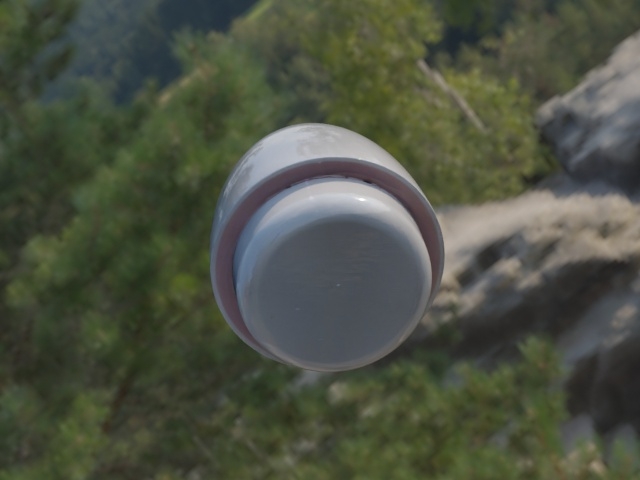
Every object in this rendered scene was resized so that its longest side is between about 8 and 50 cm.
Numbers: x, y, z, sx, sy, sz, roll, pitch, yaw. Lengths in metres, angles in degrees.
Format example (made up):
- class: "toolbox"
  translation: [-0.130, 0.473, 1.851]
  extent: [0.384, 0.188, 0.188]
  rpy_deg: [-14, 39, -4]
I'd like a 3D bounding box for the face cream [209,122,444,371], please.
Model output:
- class: "face cream"
  translation: [0.000, 0.000, 0.637]
  extent: [0.091, 0.091, 0.095]
  rpy_deg: [-36, 25, 9]
